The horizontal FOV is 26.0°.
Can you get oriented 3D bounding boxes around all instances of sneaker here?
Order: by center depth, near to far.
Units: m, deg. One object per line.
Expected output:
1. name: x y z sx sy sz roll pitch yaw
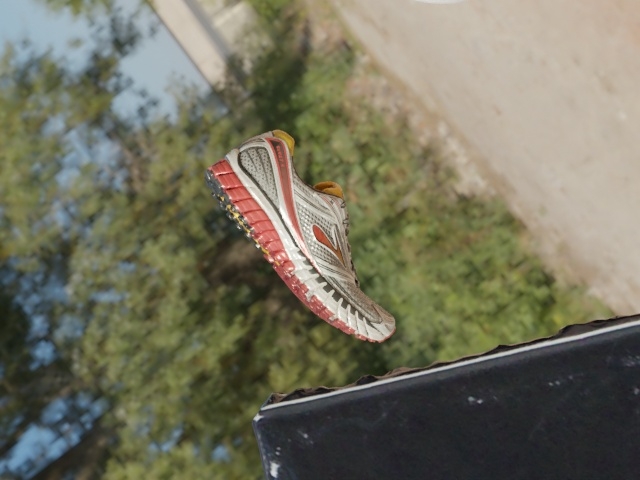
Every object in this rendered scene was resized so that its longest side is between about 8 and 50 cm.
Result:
1. sneaker: 0.000 0.000 1.224 0.225 0.092 0.088 52 171 -20

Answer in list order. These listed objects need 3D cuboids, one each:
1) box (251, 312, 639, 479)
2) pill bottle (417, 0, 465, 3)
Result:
1. box: 0.116 0.193 0.608 0.294 0.182 0.296 29 -133 -78
2. pill bottle: 0.100 -0.272 0.702 0.161 0.283 0.161 23 -139 -21
